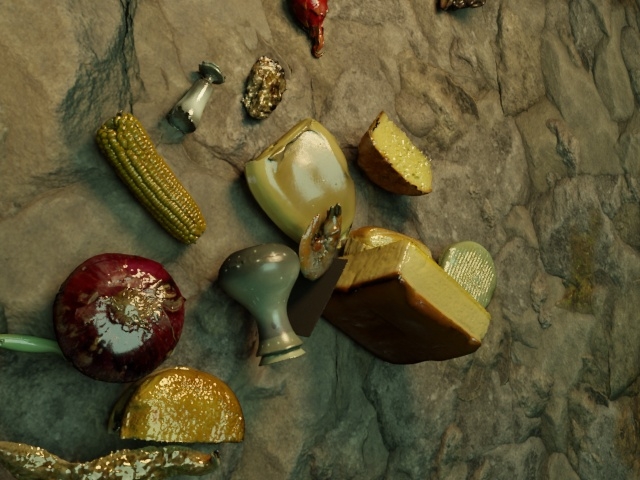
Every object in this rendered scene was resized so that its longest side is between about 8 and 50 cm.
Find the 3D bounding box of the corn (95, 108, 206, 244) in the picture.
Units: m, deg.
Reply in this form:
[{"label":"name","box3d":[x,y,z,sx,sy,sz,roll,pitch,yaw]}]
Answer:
[{"label":"corn","box3d":[-0.344,-0.118,1.310,0.102,0.102,0.313,-43,108,-31]}]

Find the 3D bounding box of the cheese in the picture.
[{"label":"cheese","box3d":[-0.023,-0.117,1.526,0.259,0.128,0.316,-43,111,-20]}]

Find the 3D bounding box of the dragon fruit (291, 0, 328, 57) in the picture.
[{"label":"dragon fruit","box3d":[-0.020,-0.569,1.621,0.094,0.094,0.191,-38,127,-33]}]

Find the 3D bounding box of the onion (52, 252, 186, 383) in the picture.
[{"label":"onion","box3d":[-0.379,0.148,1.196,0.246,0.190,0.246,8,68,-20]}]

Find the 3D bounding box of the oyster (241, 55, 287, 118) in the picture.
[{"label":"oyster","box3d":[-0.133,-0.365,1.524,0.105,0.056,0.177,48,55,-29]}]

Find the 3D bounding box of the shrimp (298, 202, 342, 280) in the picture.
[{"label":"shrimp","box3d":[0.004,0.001,1.442,0.132,0.051,0.188,18,87,-65]}]

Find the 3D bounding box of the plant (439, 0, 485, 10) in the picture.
[{"label":"plant","box3d":[0.435,-0.796,1.904,0.234,0.178,0.204,-38,107,-38]}]

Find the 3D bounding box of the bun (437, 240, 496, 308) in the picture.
[{"label":"bun","box3d":[0.405,0.109,1.805,0.221,0.108,0.221,5,78,-26]}]

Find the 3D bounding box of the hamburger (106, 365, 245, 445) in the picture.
[{"label":"hamburger","box3d":[-0.275,0.332,1.275,0.282,0.144,0.157,13,65,-34]}]

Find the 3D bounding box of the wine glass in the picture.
[{"label":"wine glass","box3d":[-0.275,-0.319,1.406,0.072,0.072,0.155,37,64,-26]}]

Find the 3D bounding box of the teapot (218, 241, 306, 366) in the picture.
[{"label":"teapot","box3d":[-0.114,0.137,1.374,0.183,0.183,0.251,-12,84,-36]}]

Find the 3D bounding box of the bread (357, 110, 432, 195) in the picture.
[{"label":"bread","box3d":[0.180,-0.210,1.674,0.260,0.134,0.129,44,51,-28]}]

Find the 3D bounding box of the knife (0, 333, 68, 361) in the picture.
[{"label":"knife","box3d":[-0.486,0.212,1.214,0.293,0.019,0.043,14,74,-34]}]

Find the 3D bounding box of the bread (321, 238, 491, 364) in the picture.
[{"label":"bread","box3d":[0.180,0.158,1.511,0.333,0.323,0.143,39,55,-24]}]

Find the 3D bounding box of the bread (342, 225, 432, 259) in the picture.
[{"label":"bread","box3d":[0.174,0.032,1.631,0.236,0.140,0.106,17,78,-33]}]

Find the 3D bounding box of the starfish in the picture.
[{"label":"starfish","box3d":[-0.420,0.500,1.137,0.432,0.082,0.324,16,93,-29]}]

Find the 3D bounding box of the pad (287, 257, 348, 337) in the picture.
[{"label":"pad","box3d":[-0.028,0.126,1.476,0.003,0.142,0.211,47,60,-36]}]
